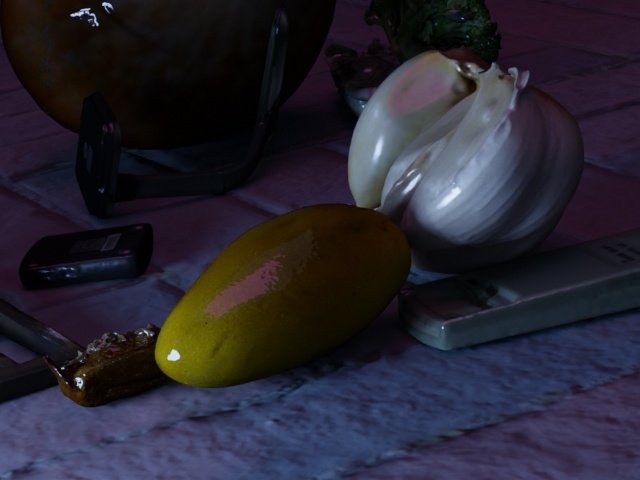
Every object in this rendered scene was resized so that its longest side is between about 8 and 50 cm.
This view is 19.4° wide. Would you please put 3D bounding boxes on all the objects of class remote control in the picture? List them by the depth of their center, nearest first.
[{"bbox_3d":[0.208,0.039,1.577,0.285,0.038,0.123,-14,16,-15],"label":"remote control"}]

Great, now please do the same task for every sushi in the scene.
[{"bbox_3d":[-0.162,0.100,1.500,0.120,0.052,0.055,-21,37,-32],"label":"sushi"}]

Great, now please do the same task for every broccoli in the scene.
[{"bbox_3d":[0.152,-0.290,2.493,0.195,0.156,0.195,17,-14,4],"label":"broccoli"}]

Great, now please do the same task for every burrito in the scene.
[{"bbox_3d":[0.066,-0.192,2.325,0.096,0.066,0.309,-9,20,-7],"label":"burrito"}]

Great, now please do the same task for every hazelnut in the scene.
[{"bbox_3d":[-0.178,-0.294,2.228,0.409,0.359,0.359,-18,20,-36],"label":"hazelnut"}]

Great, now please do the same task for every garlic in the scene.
[{"bbox_3d":[0.127,-0.051,1.665,0.203,0.184,0.281,-52,31,0],"label":"garlic"}]

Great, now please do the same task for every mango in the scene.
[{"bbox_3d":[-0.036,0.047,1.518,0.138,0.113,0.253,16,35,43],"label":"mango"}]

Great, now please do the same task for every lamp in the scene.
[{"bbox_3d":[-0.134,-0.143,2.046,0.283,0.203,0.124,-14,37,-33],"label":"lamp"}]

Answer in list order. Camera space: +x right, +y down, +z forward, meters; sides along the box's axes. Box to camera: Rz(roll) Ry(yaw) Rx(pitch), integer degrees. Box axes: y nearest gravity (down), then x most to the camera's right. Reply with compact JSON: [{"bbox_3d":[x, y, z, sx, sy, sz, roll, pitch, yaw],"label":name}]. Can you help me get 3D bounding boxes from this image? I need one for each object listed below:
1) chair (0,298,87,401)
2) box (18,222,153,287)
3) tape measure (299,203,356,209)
[{"bbox_3d":[-0.388,-0.017,1.644,0.203,0.241,0.416,-16,18,-33],"label":"chair"},{"bbox_3d":[-0.230,0.013,1.845,0.125,0.027,0.126,-6,17,3],"label":"box"},{"bbox_3d":[0.002,0.000,1.748,0.094,0.054,0.091,7,28,44],"label":"tape measure"}]
